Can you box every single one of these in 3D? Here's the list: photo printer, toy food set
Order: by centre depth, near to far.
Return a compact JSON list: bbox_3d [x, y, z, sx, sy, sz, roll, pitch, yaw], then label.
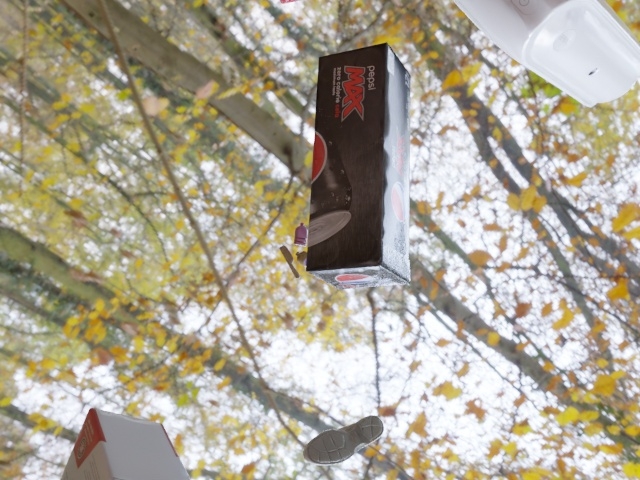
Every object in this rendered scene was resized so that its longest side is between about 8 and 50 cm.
[{"bbox_3d":[0.233,-0.290,0.839,0.107,0.308,0.256,-44,-117,26],"label":"photo printer"},{"bbox_3d":[0.000,0.000,1.053,0.122,0.019,0.078,-33,-106,10],"label":"toy food set"}]

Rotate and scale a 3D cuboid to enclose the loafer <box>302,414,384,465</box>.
[{"bbox_3d":[0.028,0.269,0.971,0.039,0.125,0.045,-42,-113,54],"label":"loafer"}]

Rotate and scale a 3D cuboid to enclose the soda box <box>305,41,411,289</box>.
[{"bbox_3d":[0.030,-0.053,0.526,0.060,0.053,0.168,-6,-110,26],"label":"soda box"}]

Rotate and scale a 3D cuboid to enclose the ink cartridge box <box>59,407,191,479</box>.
[{"bbox_3d":[-0.181,0.248,0.600,0.127,0.072,0.175,28,-84,62],"label":"ink cartridge box"}]

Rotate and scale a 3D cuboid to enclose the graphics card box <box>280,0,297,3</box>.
[{"bbox_3d":[-0.057,-0.409,0.594,0.094,0.233,0.370,-17,-116,-2],"label":"graphics card box"}]
